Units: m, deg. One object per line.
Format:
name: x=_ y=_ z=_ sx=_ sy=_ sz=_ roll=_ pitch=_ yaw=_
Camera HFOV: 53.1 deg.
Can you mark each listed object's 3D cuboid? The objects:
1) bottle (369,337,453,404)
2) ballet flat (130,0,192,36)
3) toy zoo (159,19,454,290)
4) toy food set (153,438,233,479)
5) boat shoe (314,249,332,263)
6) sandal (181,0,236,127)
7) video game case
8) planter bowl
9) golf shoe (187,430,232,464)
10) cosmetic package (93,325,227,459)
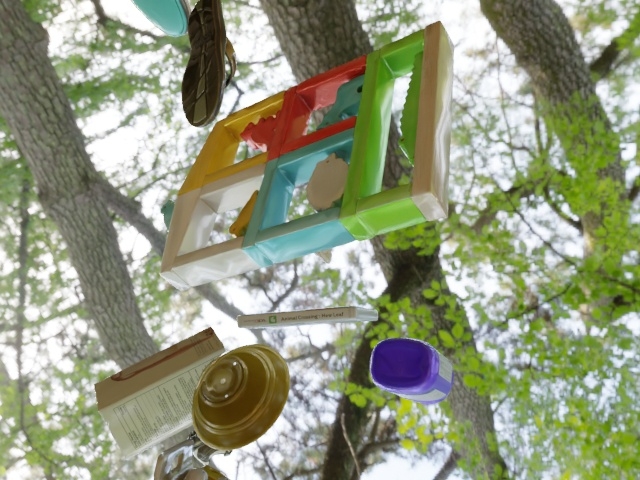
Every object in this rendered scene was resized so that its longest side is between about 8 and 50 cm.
bottle: x=0.180 y=0.244 z=1.161 sx=0.118 sy=0.283 sz=0.092 roll=0 pitch=-109 yaw=23
ballet flat: x=-0.300 y=-0.475 z=1.024 sx=0.108 sy=0.316 sz=0.106 roll=-6 pitch=-127 yaw=33
toy zoo: x=-0.030 y=-0.062 z=0.543 sx=0.293 sy=0.030 sz=0.192 roll=-16 pitch=-134 yaw=31
toy food set: x=-0.095 y=0.396 z=0.989 sx=0.306 sy=0.219 sz=0.092 roll=26 pitch=-100 yaw=5
boat shoe: x=0.000 y=0.000 z=1.363 sx=0.063 sy=0.170 sz=0.059 roll=36 pitch=-97 yaw=24
sandal: x=-0.162 y=-0.270 z=0.966 sx=0.090 sy=0.060 sz=0.219 roll=-22 pitch=-117 yaw=38
video game case: x=-0.014 y=0.131 z=1.085 sx=0.194 sy=0.023 sz=0.212 roll=-6 pitch=172 yaw=13
planter bowl: x=-0.172 y=0.291 z=1.257 sx=0.217 sy=0.217 sz=0.090 roll=-35 pitch=-148 yaw=-25
golf shoe: x=-0.223 y=0.473 z=1.574 sx=0.198 sy=0.093 sz=0.077 roll=-27 pitch=-174 yaw=-8
cosmetic package: x=-0.342 y=0.341 z=1.462 sx=0.296 sy=0.153 sz=0.129 roll=-25 pitch=-155 yaw=-16
